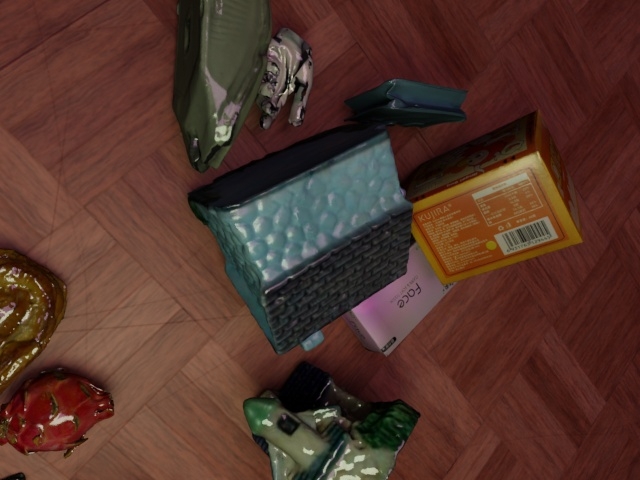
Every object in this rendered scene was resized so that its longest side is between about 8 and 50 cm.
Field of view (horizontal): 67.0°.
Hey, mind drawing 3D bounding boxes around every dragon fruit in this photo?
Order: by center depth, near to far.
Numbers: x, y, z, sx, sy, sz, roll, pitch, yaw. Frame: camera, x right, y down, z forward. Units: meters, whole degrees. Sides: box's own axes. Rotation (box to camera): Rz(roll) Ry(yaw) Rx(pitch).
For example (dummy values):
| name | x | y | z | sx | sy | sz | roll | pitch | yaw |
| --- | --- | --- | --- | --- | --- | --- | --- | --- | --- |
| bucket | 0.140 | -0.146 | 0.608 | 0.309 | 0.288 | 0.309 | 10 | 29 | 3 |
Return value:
| name | x | y | z | sx | sy | sz | roll | pitch | yaw |
| --- | --- | --- | --- | --- | --- | --- | --- | --- | --- |
| dragon fruit | -0.422 | 0.270 | 0.777 | 0.165 | 0.133 | 0.136 | -6 | 134 | -24 |

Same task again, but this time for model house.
| name | x | y | z | sx | sy | sz | roll | pitch | yaw |
| --- | --- | --- | --- | --- | --- | --- | --- | --- | --- |
| model house | 0.000 | 0.350 | 0.881 | 0.284 | 0.298 | 0.243 | 28 | 73 | 15 |
| model house | 0.000 | 0.000 | 0.900 | 0.360 | 0.297 | 0.339 | -30 | 109 | -22 |

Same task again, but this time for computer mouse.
| name | x | y | z | sx | sy | sz | roll | pitch | yaw |
| --- | --- | --- | --- | --- | --- | --- | --- | --- | --- |
| computer mouse | -0.167 | -0.332 | 0.844 | 0.145 | 0.228 | 0.429 | 3 | 88 | -31 |

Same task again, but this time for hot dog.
| name | x | y | z | sx | sy | sz | roll | pitch | yaw |
| --- | --- | --- | --- | --- | --- | --- | --- | --- | --- |
| hot dog | -0.518 | 0.142 | 0.734 | 0.175 | 0.114 | 0.259 | 38 | 74 | -23 |

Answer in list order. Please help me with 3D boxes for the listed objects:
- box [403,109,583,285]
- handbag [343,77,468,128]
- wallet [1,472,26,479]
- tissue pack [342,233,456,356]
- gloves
| name | x | y | z | sx | sy | sz | roll | pitch | yaw |
| --- | --- | --- | --- | --- | --- | --- | --- | --- | --- |
| box | 0.349 | -0.093 | 1.000 | 0.214 | 0.283 | 0.259 | 57 | 35 | -16 |
| handbag | 0.181 | -0.281 | 1.035 | 0.229 | 0.179 | 0.062 | -2 | 91 | -32 |
| wallet | -0.519 | 0.515 | 0.780 | 0.124 | 0.025 | 0.244 | -13 | 95 | -24 |
| tissue pack | 0.162 | 0.111 | 1.063 | 0.246 | 0.092 | 0.149 | -41 | 105 | -19 |
| gloves | -0.085 | -0.306 | 0.946 | 0.127 | 0.111 | 0.212 | 44 | 65 | -50 |
